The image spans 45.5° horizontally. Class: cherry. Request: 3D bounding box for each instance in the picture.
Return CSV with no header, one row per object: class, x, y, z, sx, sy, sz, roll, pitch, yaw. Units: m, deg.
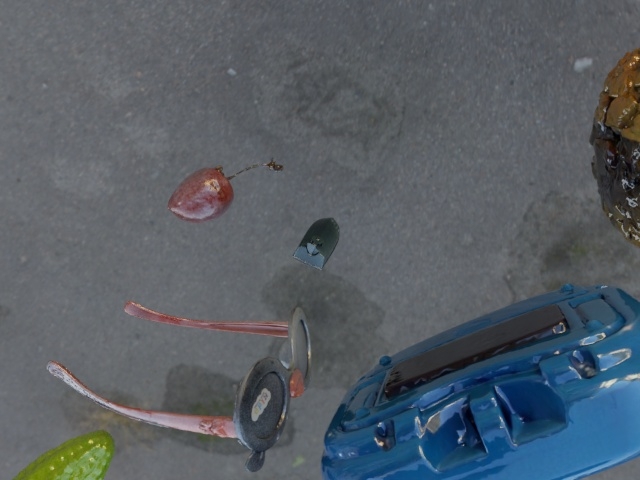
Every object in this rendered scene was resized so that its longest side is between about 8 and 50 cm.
cherry,-0.165,-0.098,1.342,0.225,0.107,0.090,-28,94,-17

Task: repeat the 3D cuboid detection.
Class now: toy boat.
toy boat,0.000,0.000,1.278,0.055,0.141,0.060,24,123,5

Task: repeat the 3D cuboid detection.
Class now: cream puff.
cream puff,0.461,-0.095,0.926,0.231,0.343,0.327,-11,149,2

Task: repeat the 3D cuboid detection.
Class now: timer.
timer,0.167,0.146,0.730,0.339,0.309,0.115,-23,91,12

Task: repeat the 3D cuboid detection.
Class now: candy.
candy,-0.342,0.320,0.975,0.209,0.097,0.097,-44,109,5

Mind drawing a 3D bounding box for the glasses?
glasses,-0.148,0.157,0.908,0.268,0.234,0.118,1,112,18
